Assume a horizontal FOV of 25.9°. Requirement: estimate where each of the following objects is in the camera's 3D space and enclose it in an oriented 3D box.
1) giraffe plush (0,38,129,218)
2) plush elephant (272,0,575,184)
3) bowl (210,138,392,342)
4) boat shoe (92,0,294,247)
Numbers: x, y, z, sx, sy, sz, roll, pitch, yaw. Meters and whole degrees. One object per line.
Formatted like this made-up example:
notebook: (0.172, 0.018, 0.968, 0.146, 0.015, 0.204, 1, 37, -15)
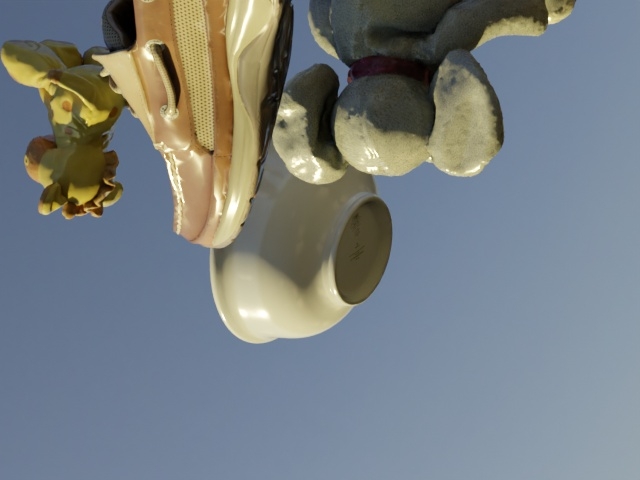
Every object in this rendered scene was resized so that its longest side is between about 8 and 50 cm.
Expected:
giraffe plush: (-0.266, -0.117, 1.549, 0.181, 0.210, 0.171, 3, -70, -32)
plush elephant: (0.093, -0.179, 1.466, 0.330, 0.271, 0.256, -8, -75, -61)
bowl: (0.000, 0.000, 1.757, 0.298, 0.134, 0.298, -33, -50, -51)
boat shoe: (-0.079, -0.126, 0.875, 0.123, 0.116, 0.324, -79, -1, -45)
